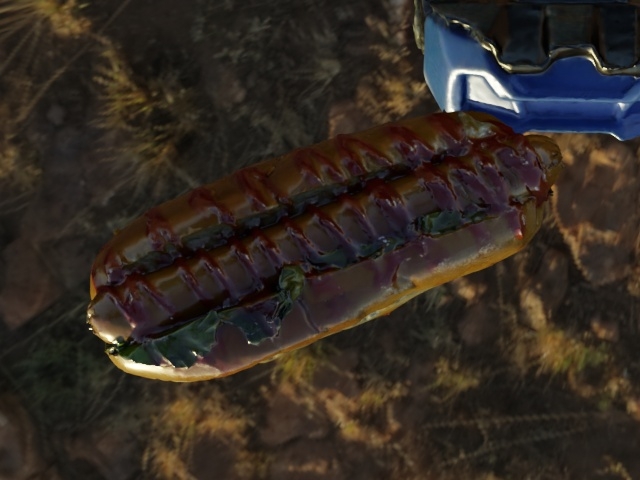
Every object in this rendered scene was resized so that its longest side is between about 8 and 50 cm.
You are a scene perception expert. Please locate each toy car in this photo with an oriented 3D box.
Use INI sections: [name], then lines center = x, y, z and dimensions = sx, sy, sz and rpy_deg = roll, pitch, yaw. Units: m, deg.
[toy car]
center = 0.091, -0.088, 0.455
dimensions = 0.103, 0.216, 0.063
rpy_deg = 3, 113, 10

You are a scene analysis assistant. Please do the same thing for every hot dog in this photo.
[hot dog]
center = 0.000, -0.001, 0.350
dimensions = 0.144, 0.038, 0.062
rpy_deg = -20, 62, 5
